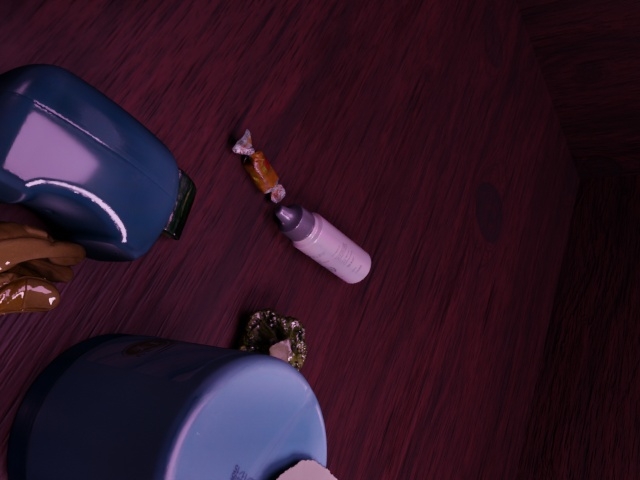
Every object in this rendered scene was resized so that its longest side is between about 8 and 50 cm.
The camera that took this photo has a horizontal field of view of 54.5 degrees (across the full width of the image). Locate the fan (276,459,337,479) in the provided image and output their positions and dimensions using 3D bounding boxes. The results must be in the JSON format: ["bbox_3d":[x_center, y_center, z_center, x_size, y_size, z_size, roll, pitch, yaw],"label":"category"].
[{"bbox_3d":[-0.082,0.433,0.786,0.414,0.012,0.233,-14,99,-55],"label":"fan"}]

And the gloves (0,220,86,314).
[{"bbox_3d":[-0.453,0.036,0.768,0.331,0.154,0.141,-17,104,-44],"label":"gloves"}]

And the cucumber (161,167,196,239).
[{"bbox_3d":[-0.266,-0.070,1.082,0.116,0.062,0.115,36,65,-44],"label":"cucumber"}]

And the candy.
[{"bbox_3d":[-0.127,-0.146,1.274,0.182,0.046,0.053,60,43,-38],"label":"candy"}]

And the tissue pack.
[{"bbox_3d":[-0.343,-0.112,0.870,0.287,0.198,0.206,37,63,-43],"label":"tissue pack"}]

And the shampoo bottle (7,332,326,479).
[{"bbox_3d":[-0.214,0.314,0.908,0.331,0.342,0.331,1,89,-51],"label":"shampoo bottle"}]

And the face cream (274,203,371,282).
[{"bbox_3d":[0.000,0.000,1.394,0.311,0.092,0.092,37,61,-46],"label":"face cream"}]

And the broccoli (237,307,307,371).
[{"bbox_3d":[-0.094,0.221,1.239,0.145,0.138,0.162,17,84,-15],"label":"broccoli"}]
